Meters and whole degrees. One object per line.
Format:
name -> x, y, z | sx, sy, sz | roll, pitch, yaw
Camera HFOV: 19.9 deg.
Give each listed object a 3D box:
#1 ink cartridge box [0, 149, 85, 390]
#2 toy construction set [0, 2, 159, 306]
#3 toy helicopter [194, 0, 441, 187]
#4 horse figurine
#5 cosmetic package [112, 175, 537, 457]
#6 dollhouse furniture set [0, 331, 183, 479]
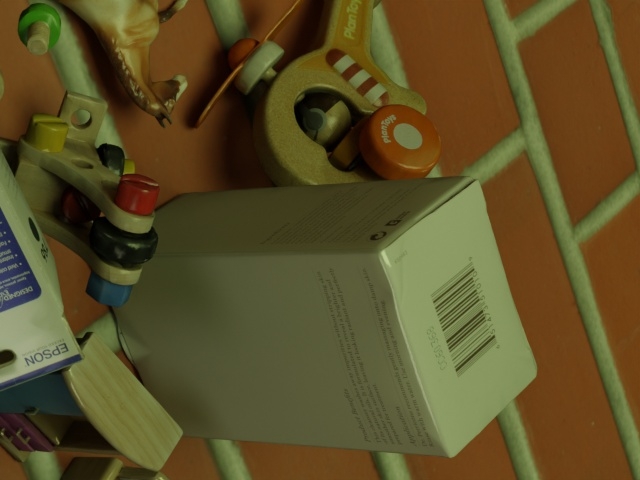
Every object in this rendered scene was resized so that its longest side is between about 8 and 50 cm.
ink cartridge box -> -0.326, -0.023, 1.454 | 0.065, 0.165, 0.332 | -102, 172, -65
toy construction set -> -0.274, -0.095, 1.593 | 0.237, 0.257, 0.309 | -102, -174, -64
toy helicopter -> 0.003, -0.186, 1.923 | 0.235, 0.140, 0.355 | 18, 53, -13
horse figurine -> -0.202, -0.256, 1.756 | 0.263, 0.066, 0.174 | 53, 47, -34
cosmetic package -> -0.014, 0.069, 1.711 | 0.156, 0.385, 0.217 | -36, 117, -40
dollhouse furniture set -> -0.268, 0.267, 1.567 | 0.286, 0.198, 0.303 | 52, 54, -32
